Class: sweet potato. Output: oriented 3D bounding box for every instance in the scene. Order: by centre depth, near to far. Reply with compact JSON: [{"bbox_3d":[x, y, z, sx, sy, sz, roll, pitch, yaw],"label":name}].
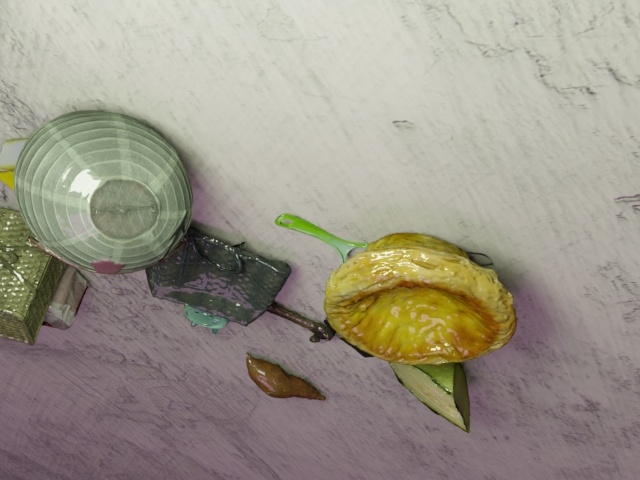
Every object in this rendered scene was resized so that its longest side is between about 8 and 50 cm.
[{"bbox_3d":[-0.078,0.308,2.277,0.226,0.068,0.068,32,149,-28],"label":"sweet potato"}]

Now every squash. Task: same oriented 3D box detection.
[{"bbox_3d":[0.217,0.252,2.025,0.184,0.085,0.192,34,162,33],"label":"squash"}]

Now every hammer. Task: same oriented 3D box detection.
[{"bbox_3d":[-0.107,0.119,1.983,0.297,0.027,0.125,25,152,-15],"label":"hammer"}]

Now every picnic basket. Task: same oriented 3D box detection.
[{"bbox_3d":[-0.551,0.062,1.931,0.134,0.196,0.154,17,152,0],"label":"picnic basket"}]

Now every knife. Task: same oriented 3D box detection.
[{"bbox_3d":[0.000,-0.002,1.700,0.166,0.022,0.078,28,127,-20],"label":"knife"}]

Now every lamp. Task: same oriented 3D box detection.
[{"bbox_3d":[-0.304,-0.069,1.536,0.265,0.233,0.233,12,156,-24],"label":"lamp"}]

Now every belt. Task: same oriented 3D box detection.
[{"bbox_3d":[-0.557,0.097,2.080,0.201,0.124,0.128,23,154,-12],"label":"belt"}]

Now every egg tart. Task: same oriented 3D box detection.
[{"bbox_3d":[0.153,0.078,1.656,0.319,0.128,0.319,7,148,5],"label":"egg tart"}]

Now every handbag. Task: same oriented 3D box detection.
[{"bbox_3d":[-0.187,0.046,1.840,0.270,0.088,0.175,18,143,0],"label":"handbag"}]

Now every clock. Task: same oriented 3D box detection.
[{"bbox_3d":[-0.213,0.134,2.047,0.101,0.041,0.135,16,153,0],"label":"clock"}]

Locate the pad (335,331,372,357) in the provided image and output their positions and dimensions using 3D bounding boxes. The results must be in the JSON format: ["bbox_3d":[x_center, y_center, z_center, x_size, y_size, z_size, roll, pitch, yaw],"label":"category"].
[{"bbox_3d":[0.125,0.188,2.011,0.193,0.004,0.116,-10,143,39],"label":"pad"}]

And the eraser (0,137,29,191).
[{"bbox_3d":[-0.395,-0.080,1.723,0.158,0.069,0.226,-1,149,34],"label":"eraser"}]
